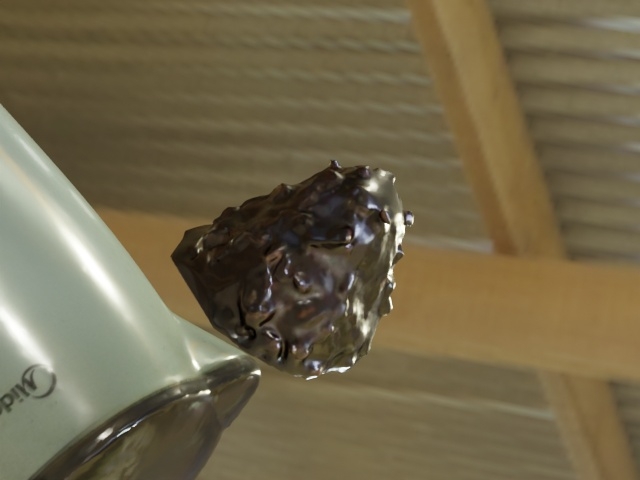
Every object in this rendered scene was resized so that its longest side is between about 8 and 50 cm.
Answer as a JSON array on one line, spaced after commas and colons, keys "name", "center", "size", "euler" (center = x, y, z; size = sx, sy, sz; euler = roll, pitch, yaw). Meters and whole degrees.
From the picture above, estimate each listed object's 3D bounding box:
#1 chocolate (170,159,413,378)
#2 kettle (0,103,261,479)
[{"name": "chocolate", "center": [0.000, 0.000, 1.332], "size": [0.156, 0.156, 0.133], "euler": [26, -65, -20]}, {"name": "kettle", "center": [-0.176, 0.053, 0.811], "size": [0.236, 0.221, 0.161], "euler": [45, -16, 16]}]
